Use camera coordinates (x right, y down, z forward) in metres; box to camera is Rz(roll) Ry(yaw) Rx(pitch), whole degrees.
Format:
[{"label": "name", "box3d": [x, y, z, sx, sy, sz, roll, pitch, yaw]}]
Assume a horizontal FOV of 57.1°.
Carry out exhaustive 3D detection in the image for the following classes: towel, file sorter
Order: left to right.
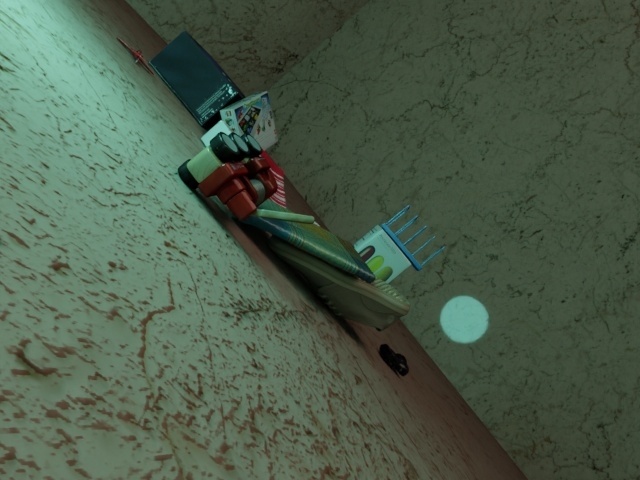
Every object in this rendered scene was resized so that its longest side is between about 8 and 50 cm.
[{"label": "towel", "box3d": [-0.149, -0.143, 1.686, 0.199, 0.031, 0.275, 46, 28, -50]}, {"label": "towel", "box3d": [-0.053, -0.020, 1.452, 0.370, 0.040, 0.271, 28, 11, -17]}, {"label": "file sorter", "box3d": [0.274, -0.008, 1.745, 0.170, 0.104, 0.118, 50, 1, 7]}]

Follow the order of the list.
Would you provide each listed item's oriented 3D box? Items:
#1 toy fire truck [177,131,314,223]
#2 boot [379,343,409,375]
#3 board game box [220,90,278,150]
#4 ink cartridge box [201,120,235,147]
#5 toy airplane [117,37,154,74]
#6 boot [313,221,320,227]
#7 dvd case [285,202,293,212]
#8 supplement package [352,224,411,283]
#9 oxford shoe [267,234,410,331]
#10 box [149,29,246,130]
[{"label": "toy fire truck", "box3d": [-0.131, -0.101, 1.206, 0.246, 0.158, 0.217, 54, 16, 0]}, {"label": "boot", "box3d": [0.216, 0.350, 1.774, 0.099, 0.045, 0.121, 45, 6, -14]}, {"label": "board game box", "box3d": [-0.242, -0.398, 2.060, 0.305, 0.053, 0.193, -53, 137, -60]}, {"label": "ink cartridge box", "box3d": [-0.244, -0.240, 1.789, 0.158, 0.092, 0.218, 54, 5, 36]}, {"label": "toy airplane", "box3d": [-0.558, -0.565, 1.792, 0.151, 0.028, 0.151, 48, 5, -6]}, {"label": "boot", "box3d": [0.000, 0.000, 2.332, 0.190, 0.069, 0.086, 50, 1, -23]}, {"label": "dvd case", "box3d": [-0.146, -0.124, 2.197, 0.179, 0.029, 0.238, 53, 5, 35]}, {"label": "supplement package", "box3d": [0.122, 0.086, 1.714, 0.139, 0.244, 0.134, 49, 4, -6]}, {"label": "oxford shoe", "box3d": [0.043, 0.120, 1.521, 0.449, 0.130, 0.169, 31, 13, -28]}, {"label": "box", "box3d": [-0.420, -0.558, 2.138, 0.294, 0.182, 0.296, 49, 4, 2]}]
